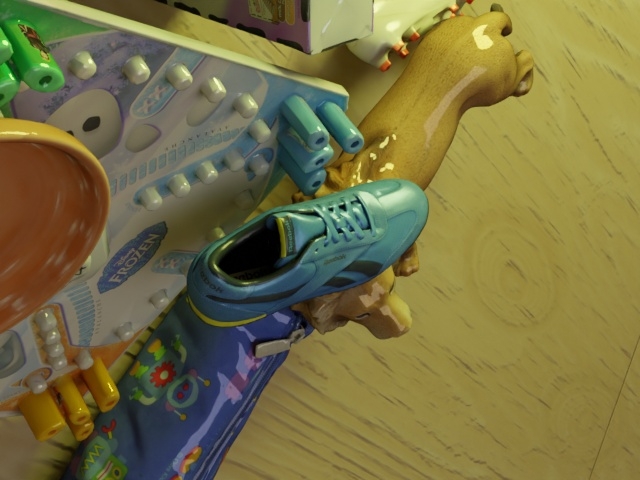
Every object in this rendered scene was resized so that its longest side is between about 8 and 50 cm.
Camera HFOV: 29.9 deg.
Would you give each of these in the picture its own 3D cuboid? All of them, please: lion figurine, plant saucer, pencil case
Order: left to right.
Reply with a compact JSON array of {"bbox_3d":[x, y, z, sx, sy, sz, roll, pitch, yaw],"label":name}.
[{"bbox_3d":[-0.212,0.002,0.656,0.200,0.037,0.200,-29,155,-15],"label":"plant saucer"},{"bbox_3d":[-0.118,0.150,1.071,0.119,0.133,0.306,39,83,-44],"label":"pencil case"},{"bbox_3d":[0.083,-0.089,1.073,0.240,0.142,0.392,66,48,-75],"label":"lion figurine"}]

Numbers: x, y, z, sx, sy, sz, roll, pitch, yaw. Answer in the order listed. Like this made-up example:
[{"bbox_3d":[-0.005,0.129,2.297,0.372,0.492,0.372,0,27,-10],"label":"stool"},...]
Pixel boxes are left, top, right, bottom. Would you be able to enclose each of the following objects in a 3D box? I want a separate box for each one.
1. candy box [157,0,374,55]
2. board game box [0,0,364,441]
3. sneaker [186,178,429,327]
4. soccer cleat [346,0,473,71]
[{"bbox_3d":[-0.052,-0.242,0.872,0.070,0.196,0.164,-24,127,-38],"label":"candy box"},{"bbox_3d":[-0.194,0.020,0.821,0.390,0.050,0.390,-46,155,22],"label":"board game box"},{"bbox_3d":[0.000,0.000,0.884,0.209,0.069,0.082,-23,164,-23],"label":"sneaker"},{"bbox_3d":[0.085,-0.223,1.126,0.196,0.076,0.068,-36,169,-44],"label":"soccer cleat"}]
